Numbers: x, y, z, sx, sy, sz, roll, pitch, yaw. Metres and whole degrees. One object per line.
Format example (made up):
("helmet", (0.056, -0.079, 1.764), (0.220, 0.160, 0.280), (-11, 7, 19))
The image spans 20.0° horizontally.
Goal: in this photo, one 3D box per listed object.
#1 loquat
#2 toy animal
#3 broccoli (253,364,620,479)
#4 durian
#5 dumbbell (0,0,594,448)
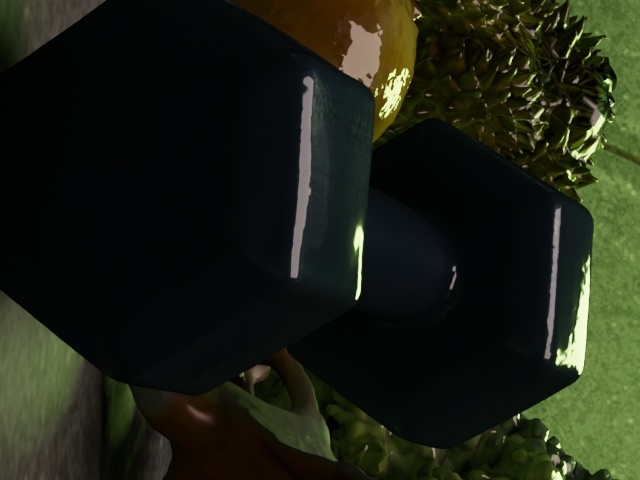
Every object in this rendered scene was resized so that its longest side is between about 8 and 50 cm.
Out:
("loquat", (-0.017, -0.097, 0.903), (0.141, 0.141, 0.141), (5, 90, -81))
("toy animal", (0.020, 0.159, 0.926), (0.284, 0.225, 0.302), (36, 25, -51))
("broccoli", (0.062, 0.249, 1.142), (0.338, 0.277, 0.318), (67, 34, -66))
("durian", (0.093, -0.122, 1.373), (0.291, 0.224, 0.291), (41, 33, -35))
("dumbbell", (0.000, 0.000, 0.771), (0.316, 0.156, 0.144), (20, 42, -60))
